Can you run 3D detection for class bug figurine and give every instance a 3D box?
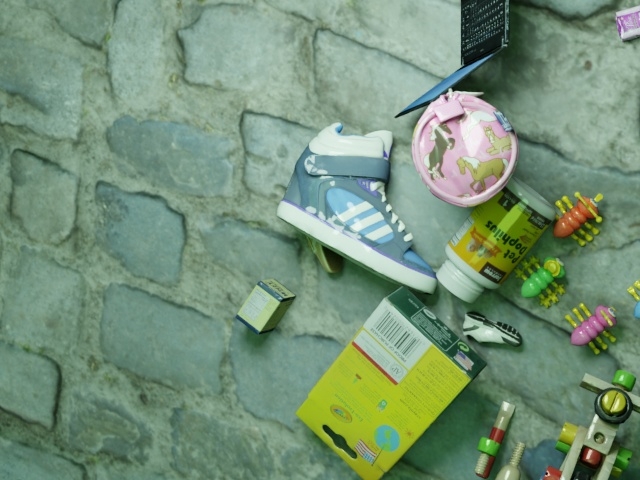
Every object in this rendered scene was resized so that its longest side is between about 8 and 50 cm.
[{"bbox_3d":[0.463,0.063,1.819,0.279,0.072,0.216,46,102,11],"label":"bug figurine"}]

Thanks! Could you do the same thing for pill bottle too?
[{"bbox_3d":[0.295,0.001,1.842,0.117,0.117,0.215,40,105,13],"label":"pill bottle"}]

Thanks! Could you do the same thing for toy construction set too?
[{"bbox_3d":[0.422,0.325,1.789,0.309,0.257,0.237,13,75,38],"label":"toy construction set"}]

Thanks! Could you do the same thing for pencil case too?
[{"bbox_3d":[0.230,-0.151,1.730,0.160,0.386,0.167,30,99,4],"label":"pencil case"}]

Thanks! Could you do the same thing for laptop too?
[{"bbox_3d":[0.214,-0.345,1.791,0.137,0.234,0.264,0,91,-11],"label":"laptop"}]

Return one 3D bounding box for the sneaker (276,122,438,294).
[{"bbox_3d":[0.105,-0.073,1.898,0.323,0.130,0.236,29,86,2],"label":"sneaker"}]

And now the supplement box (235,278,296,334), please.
[{"bbox_3d":[-0.100,0.121,1.981,0.056,0.083,0.083,37,101,13],"label":"supplement box"}]

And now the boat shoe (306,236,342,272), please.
[{"bbox_3d":[0.000,0.000,1.973,0.045,0.050,0.135,-29,74,45],"label":"boat shoe"}]

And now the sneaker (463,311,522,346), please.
[{"bbox_3d":[0.301,0.164,1.890,0.109,0.040,0.043,23,113,19],"label":"sneaker"}]

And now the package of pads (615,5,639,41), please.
[{"bbox_3d":[0.542,-0.371,1.814,0.083,0.032,0.050,-14,84,16],"label":"package of pads"}]

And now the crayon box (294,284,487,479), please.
[{"bbox_3d":[0.116,0.259,1.886,0.202,0.081,0.318,44,121,11],"label":"crayon box"}]
